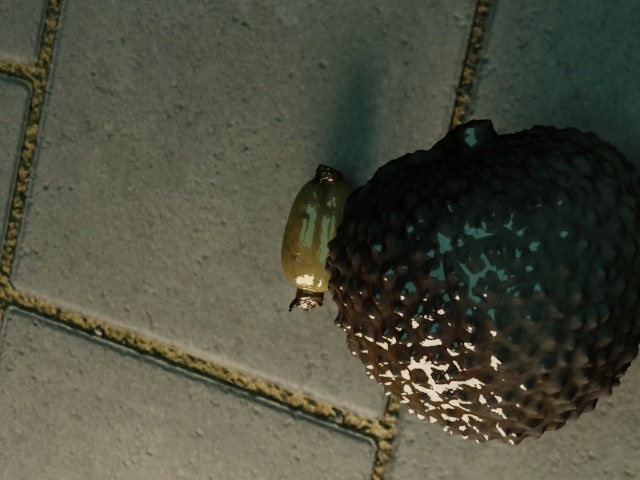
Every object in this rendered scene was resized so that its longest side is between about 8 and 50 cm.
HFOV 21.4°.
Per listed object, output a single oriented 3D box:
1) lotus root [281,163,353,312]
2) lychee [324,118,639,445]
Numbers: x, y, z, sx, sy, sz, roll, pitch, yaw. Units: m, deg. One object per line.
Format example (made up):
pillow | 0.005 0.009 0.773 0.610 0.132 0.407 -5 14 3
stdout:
lotus root | 0.000 0.000 1.659 0.073 0.062 0.150 12 99 5
lychee | 0.155 0.034 1.452 0.300 0.300 0.300 1 92 29
